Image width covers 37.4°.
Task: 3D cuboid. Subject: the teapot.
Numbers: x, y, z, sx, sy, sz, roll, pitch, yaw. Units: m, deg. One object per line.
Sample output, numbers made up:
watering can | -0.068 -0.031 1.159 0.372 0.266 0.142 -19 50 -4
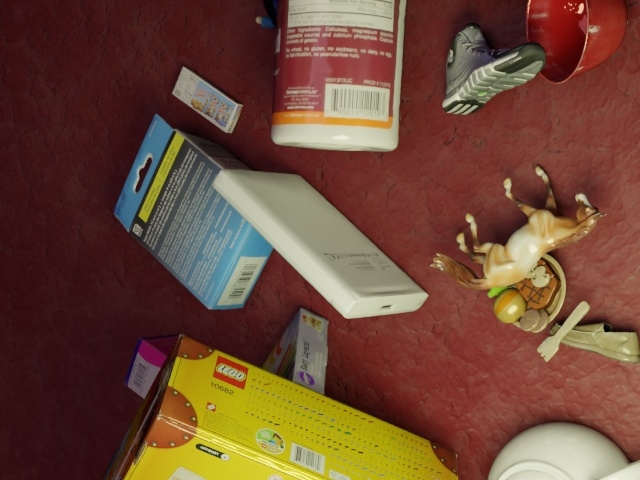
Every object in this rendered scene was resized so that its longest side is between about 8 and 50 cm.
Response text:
teapot | 0.350 0.396 1.414 0.252 0.187 0.256 20 101 34

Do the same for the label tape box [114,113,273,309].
label tape box | -0.243 -0.061 1.896 0.347 0.115 0.249 40 112 32

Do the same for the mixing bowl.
mixing bowl | 0.393 -0.329 1.413 0.181 0.098 0.182 173 90 -76

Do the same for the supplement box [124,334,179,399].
supplement box | -0.275 0.291 1.918 0.220 0.114 0.111 30 106 34

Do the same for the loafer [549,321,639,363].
loafer | 0.421 0.147 1.443 0.148 0.056 0.050 16 89 38

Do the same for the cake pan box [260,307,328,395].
cake pan box | -0.074 0.285 1.698 0.070 0.267 0.246 27 114 -10

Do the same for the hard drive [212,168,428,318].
hard drive | 0.000 0.000 1.639 0.353 0.233 0.047 44 114 28

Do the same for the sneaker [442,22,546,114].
sneaker | 0.263 -0.299 1.510 0.228 0.086 0.132 -27 63 57

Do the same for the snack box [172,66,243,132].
snack box | -0.233 -0.289 1.940 0.178 0.022 0.064 37 110 30

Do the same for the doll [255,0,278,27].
doll | -0.083 -0.461 1.814 0.129 0.046 0.189 -36 67 31

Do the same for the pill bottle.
pill bottle | 0.034 -0.355 1.620 0.224 0.224 0.392 5 93 36

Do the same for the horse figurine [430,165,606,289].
horse figurine | 0.303 -0.004 1.479 0.263 0.066 0.174 -41 47 15

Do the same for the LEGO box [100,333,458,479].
LEGO box | -0.082 0.427 1.514 0.500 0.193 0.372 25 121 -11

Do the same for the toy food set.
toy food set | 0.326 0.081 1.488 0.132 0.038 0.192 -56 44 21
